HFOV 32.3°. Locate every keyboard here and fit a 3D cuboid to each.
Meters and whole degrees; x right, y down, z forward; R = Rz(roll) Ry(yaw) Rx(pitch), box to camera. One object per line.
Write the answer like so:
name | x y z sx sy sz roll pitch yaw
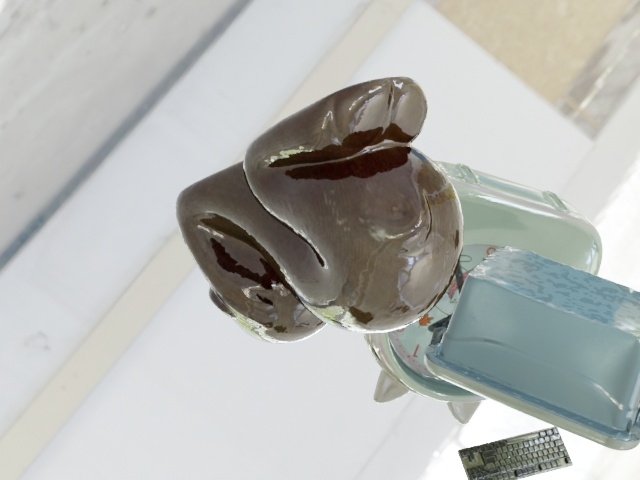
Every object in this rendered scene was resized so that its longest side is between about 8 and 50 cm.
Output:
keyboard | 0.215 0.240 1.218 0.129 0.049 0.015 -9 157 -21

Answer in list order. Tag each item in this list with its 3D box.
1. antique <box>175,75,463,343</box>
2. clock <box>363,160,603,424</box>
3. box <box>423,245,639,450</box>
antique | 0.000 0.000 0.746 0.121 0.143 0.257 -13 174 -35
clock | 0.179 0.076 1.394 0.108 0.265 0.324 -107 -144 -66
box | 0.231 0.103 1.092 0.162 0.227 0.130 -29 138 -61
